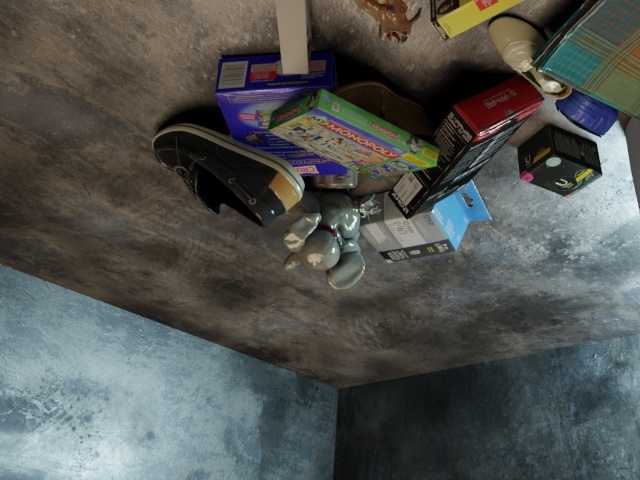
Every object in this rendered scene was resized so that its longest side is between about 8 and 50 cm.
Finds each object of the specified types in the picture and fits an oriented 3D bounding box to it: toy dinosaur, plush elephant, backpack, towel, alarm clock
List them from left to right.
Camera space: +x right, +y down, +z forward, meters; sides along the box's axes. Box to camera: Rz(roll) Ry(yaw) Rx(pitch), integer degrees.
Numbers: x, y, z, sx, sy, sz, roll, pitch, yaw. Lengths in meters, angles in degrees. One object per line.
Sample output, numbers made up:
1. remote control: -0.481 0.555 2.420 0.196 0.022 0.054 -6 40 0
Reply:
1. plush elephant: 0.000 0.000 1.657 0.272 0.255 0.330 51 145 -14
2. alarm clock: 0.042 -0.167 1.600 0.129 0.064 0.192 0 -178 -13
3. toy dinosaur: 0.087 -0.505 1.022 0.200 0.127 0.296 -2 139 -3
4. backpack: 0.593 -0.305 1.319 0.120 0.098 0.101 16 120 -20
5. towel: 0.637 -0.379 1.156 0.369 0.040 0.271 15 137 -25

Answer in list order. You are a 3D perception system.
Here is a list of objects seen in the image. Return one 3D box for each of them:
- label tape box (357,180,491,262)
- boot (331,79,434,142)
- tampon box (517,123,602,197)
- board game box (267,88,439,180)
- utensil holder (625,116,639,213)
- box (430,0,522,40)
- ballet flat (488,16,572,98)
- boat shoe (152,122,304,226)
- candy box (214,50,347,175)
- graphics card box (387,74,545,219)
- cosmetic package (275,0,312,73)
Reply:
1. label tape box: 0.314 -0.056 1.784 0.347 0.115 0.249 -9 148 27
2. boot: 0.144 -0.273 1.323 0.305 0.115 0.112 2 138 -38
3. tampon box: 0.602 -0.199 1.494 0.160 0.102 0.120 16 148 -18
4. board game box: 0.071 -0.220 1.295 0.317 0.046 0.213 20 167 -29
5. utensil holder: 0.874 -0.121 1.304 0.327 0.386 0.328 4 151 2
6. box: 0.316 -0.464 1.086 0.232 0.088 0.058 -17 144 36
7. ballet flat: 0.444 -0.372 1.233 0.248 0.086 0.086 25 145 -31
8. boat shoe: -0.265 -0.161 1.455 0.499 0.156 0.187 23 158 34
9. candy box: -0.079 -0.289 1.419 0.267 0.122 0.317 -1 149 8
10. graphics card box: 0.332 -0.211 1.405 0.232 0.094 0.371 -29 164 -28
11. cosmetic package: -0.050 -0.448 1.157 0.060 0.099 0.239 1 151 2
